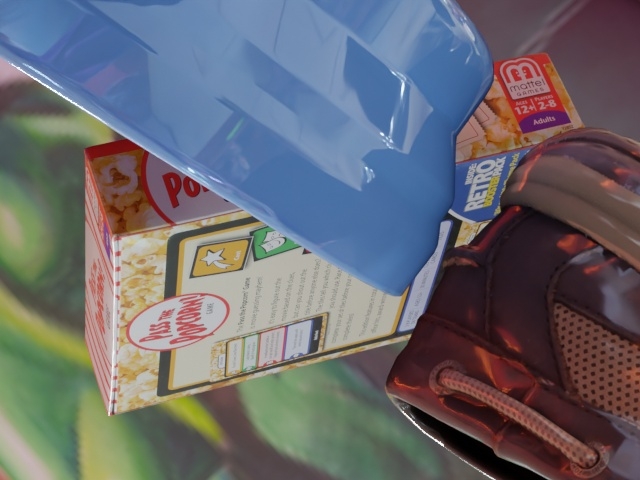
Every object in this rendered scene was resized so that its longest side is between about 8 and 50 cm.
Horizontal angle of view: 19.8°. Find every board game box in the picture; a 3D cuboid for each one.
[{"bbox_3d":[0.000,0.000,0.765,0.147,0.193,0.045,102,151,-56],"label":"board game box"}]

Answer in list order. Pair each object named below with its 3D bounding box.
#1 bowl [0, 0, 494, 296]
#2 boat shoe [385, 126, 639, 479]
[{"bbox_3d":[-0.118,-0.121,0.530,0.391,0.077,0.391,33,-178,-1],"label":"bowl"},{"bbox_3d":[0.160,0.113,0.537,0.355,0.130,0.132,42,176,34],"label":"boat shoe"}]
